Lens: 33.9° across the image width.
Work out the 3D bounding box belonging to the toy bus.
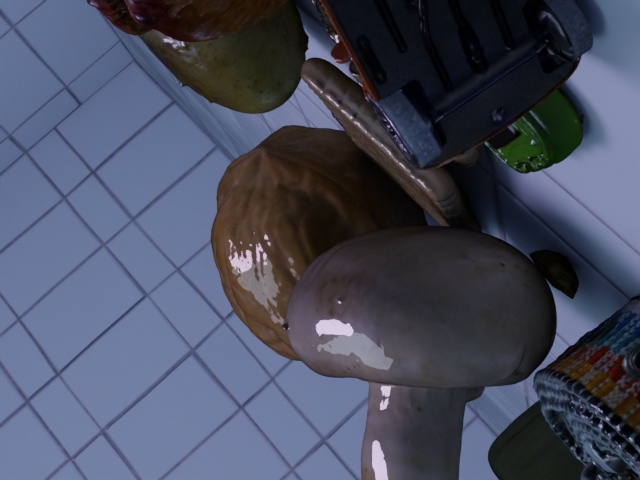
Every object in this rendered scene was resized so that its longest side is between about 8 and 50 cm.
[{"bbox_3d":[0.041,-0.191,0.607,0.153,0.143,0.329,57,-177,41],"label":"toy bus"}]

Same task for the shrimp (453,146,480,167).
[{"bbox_3d":[0.089,-0.153,1.002,0.223,0.047,0.126,51,-176,-44],"label":"shrimp"}]

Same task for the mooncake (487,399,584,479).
[{"bbox_3d":[0.410,0.382,1.500,0.351,0.187,0.351,51,177,3],"label":"mooncake"}]

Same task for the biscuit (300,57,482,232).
[{"bbox_3d":[0.094,-0.092,1.191,0.217,0.044,0.325,43,-178,19],"label":"biscuit"}]

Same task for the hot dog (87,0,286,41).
[{"bbox_3d":[-0.124,-0.279,0.835,0.185,0.223,0.405,51,174,4],"label":"hot dog"}]

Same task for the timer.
[{"bbox_3d":[0.144,-0.109,0.829,0.128,0.047,0.140,48,175,-1],"label":"timer"}]

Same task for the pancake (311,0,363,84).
[{"bbox_3d":[0.019,-0.206,1.038,0.184,0.020,0.190,50,-169,-23],"label":"pancake"}]

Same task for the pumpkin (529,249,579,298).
[{"bbox_3d":[0.248,0.032,1.090,0.050,0.028,0.083,51,-175,-22],"label":"pumpkin"}]

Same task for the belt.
[{"bbox_3d":[0.300,0.168,0.957,0.207,0.160,0.295,49,174,-9],"label":"belt"}]

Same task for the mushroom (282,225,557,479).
[{"bbox_3d":[0.111,0.130,1.110,0.292,0.292,0.290,-159,68,-79],"label":"mushroom"}]

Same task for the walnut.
[{"bbox_3d":[-0.002,-0.001,1.447,0.306,0.306,0.344,42,164,51],"label":"walnut"}]

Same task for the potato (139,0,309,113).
[{"bbox_3d":[-0.136,-0.279,1.196,0.307,0.173,0.210,48,173,-16],"label":"potato"}]
